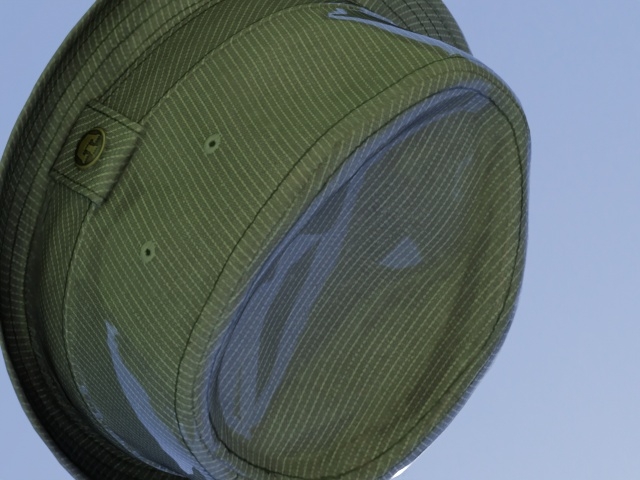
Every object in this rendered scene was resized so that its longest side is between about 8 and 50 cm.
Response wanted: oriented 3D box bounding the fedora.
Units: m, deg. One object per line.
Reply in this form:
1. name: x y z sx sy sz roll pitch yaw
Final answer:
1. fedora: 0.000 0.000 0.594 0.275 0.244 0.124 -54 -147 -11
